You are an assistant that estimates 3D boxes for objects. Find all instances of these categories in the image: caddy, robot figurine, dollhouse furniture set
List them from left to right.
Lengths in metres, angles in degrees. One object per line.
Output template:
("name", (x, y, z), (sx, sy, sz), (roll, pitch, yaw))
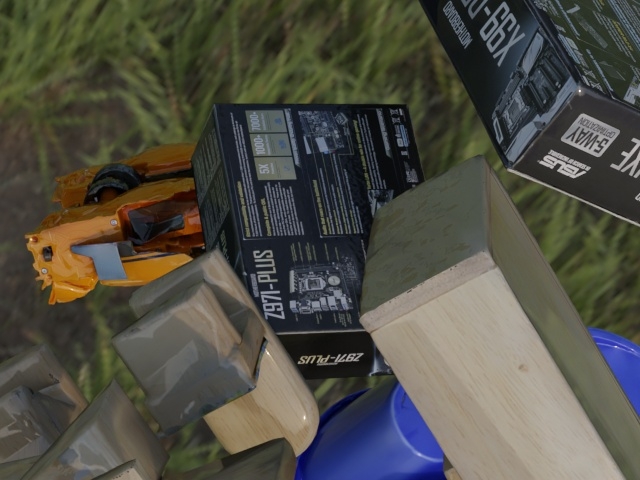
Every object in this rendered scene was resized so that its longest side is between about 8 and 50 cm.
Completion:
("robot figurine", (-0.075, -0.028, 1.459), (0.291, 0.085, 0.211), (-9, 21, 7))
("dollhouse furniture set", (-0.021, 0.172, 0.990), (0.256, 0.394, 0.362), (58, 14, -15))
("caddy", (0.139, 0.204, 1.430), (0.341, 0.179, 0.241), (-4, 65, -33))

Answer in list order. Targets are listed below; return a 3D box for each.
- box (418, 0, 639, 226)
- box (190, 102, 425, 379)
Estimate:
("box", (0.186, -0.133, 1.285), (0.242, 0.076, 0.307), (20, 32, -35))
("box", (0.000, 0.000, 1.280), (0.147, 0.077, 0.180), (-2, 62, -20))
